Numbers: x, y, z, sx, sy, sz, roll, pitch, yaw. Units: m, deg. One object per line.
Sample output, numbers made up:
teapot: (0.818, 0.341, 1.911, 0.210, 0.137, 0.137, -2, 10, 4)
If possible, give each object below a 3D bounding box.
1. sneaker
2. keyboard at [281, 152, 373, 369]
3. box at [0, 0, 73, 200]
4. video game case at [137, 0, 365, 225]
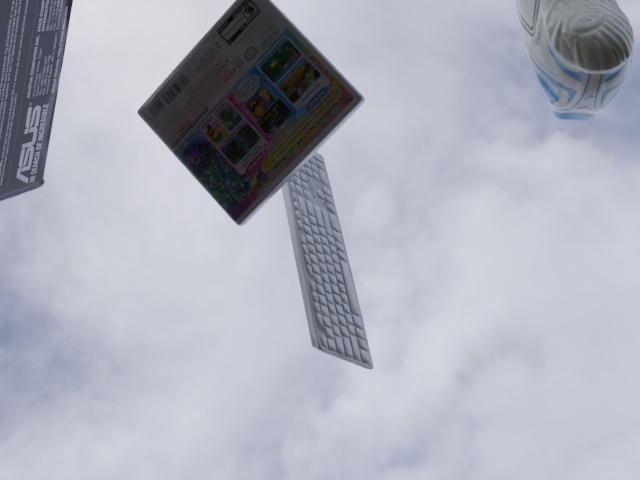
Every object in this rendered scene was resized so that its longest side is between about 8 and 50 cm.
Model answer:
sneaker: (0.188, -0.198, 0.619, 0.085, 0.086, 0.237, 5, -121, -3)
keyboard: (0.000, 0.000, 0.735, 0.072, 0.256, 0.014, 22, -48, -38)
box: (-0.166, -0.132, 0.224, 0.076, 0.242, 0.307, 27, -63, 14)
video game case: (-0.064, -0.117, 0.687, 0.157, 0.019, 0.143, -44, -98, 13)
